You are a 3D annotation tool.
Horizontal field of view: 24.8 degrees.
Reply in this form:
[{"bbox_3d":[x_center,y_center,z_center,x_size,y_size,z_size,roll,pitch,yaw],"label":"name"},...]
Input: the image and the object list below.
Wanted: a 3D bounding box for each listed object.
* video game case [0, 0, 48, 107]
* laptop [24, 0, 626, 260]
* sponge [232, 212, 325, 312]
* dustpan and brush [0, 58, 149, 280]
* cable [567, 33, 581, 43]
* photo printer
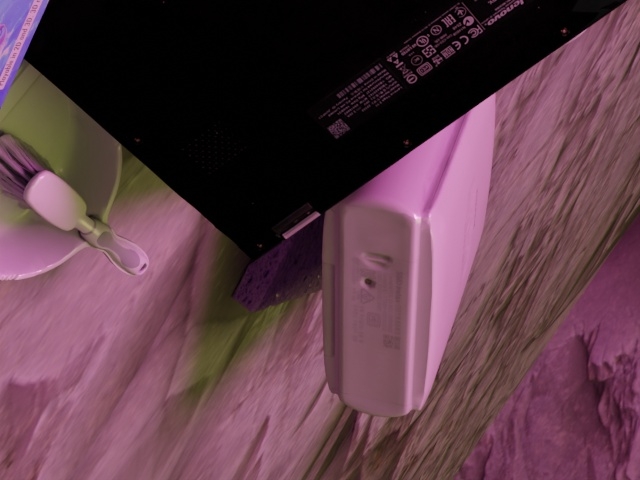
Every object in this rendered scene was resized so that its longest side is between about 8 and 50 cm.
[{"bbox_3d":[-0.210,-0.144,0.669,0.244,0.061,0.270,-11,133,-62],"label":"video game case"},{"bbox_3d":[0.053,-0.191,0.950,0.382,0.236,0.408,-35,128,16],"label":"laptop"},{"bbox_3d":[0.000,0.000,1.442,0.210,0.031,0.117,-17,137,-61],"label":"sponge"},{"bbox_3d":[-0.168,-0.021,0.964,0.147,0.060,0.211,-53,161,-6],"label":"dustpan and brush"},{"bbox_3d":[0.233,-0.281,1.310,0.257,0.089,0.257,-55,-173,19],"label":"cable"},{"bbox_3d":[0.089,-0.028,1.353,0.307,0.107,0.256,-65,161,-48],"label":"photo printer"}]
